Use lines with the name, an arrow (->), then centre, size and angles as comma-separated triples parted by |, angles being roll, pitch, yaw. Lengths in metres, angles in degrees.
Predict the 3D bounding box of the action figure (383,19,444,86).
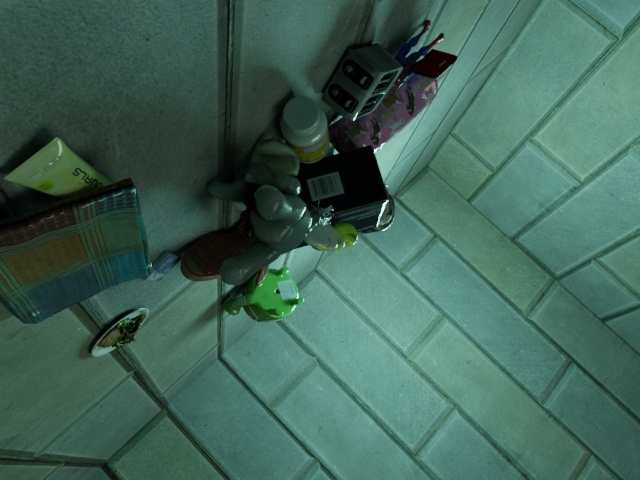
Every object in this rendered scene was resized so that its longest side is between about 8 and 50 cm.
action figure -> 0.256, -0.555, 1.568 | 0.280, 0.091, 0.139 | -45, 177, -11

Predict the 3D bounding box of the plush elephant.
plush elephant -> -0.151, -0.097, 1.321 | 0.330, 0.255, 0.271 | -23, 147, -50

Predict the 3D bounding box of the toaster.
toaster -> 0.114, -0.425, 1.424 | 0.186, 0.110, 0.168 | -35, 167, -50

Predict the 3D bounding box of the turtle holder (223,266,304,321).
turtle holder -> -0.256, 0.276, 2.412 | 0.227, 0.243, 0.320 | -31, -167, 44

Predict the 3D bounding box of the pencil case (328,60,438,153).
pencil case -> 0.198, -0.408, 1.701 | 0.386, 0.167, 0.160 | -44, 178, -12

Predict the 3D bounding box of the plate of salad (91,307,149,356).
plate of salad -> -0.576, 0.275, 1.558 | 0.200, 0.048, 0.200 | -45, 171, -10

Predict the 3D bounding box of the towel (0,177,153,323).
towel -> -0.441, 0.034, 0.949 | 0.272, 0.040, 0.370 | -25, 164, -23

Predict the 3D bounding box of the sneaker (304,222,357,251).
sneaker -> 0.000, 0.000, 1.530 | 0.126, 0.091, 0.240 | -20, 165, 35

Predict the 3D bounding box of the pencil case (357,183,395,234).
pencil case -> 0.093, -0.103, 1.991 | 0.160, 0.183, 0.410 | -9, -179, -45

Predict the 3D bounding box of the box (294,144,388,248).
box -> 0.007, -0.117, 1.646 | 0.344, 0.178, 0.312 | -15, 167, -4

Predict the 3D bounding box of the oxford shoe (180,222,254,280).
oxford shoe -> -0.293, 0.057, 1.621 | 0.146, 0.140, 0.397 | -43, 171, 30

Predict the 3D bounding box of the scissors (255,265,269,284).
scissors -> -0.225, 0.064, 2.197 | 0.109, 0.021, 0.297 | -54, 164, -51

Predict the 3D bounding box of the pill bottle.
pill bottle -> -0.039, -0.279, 1.346 | 0.117, 0.117, 0.208 | -45, 171, -4

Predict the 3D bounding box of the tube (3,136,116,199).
tube -> -0.382, -0.088, 0.840 | 0.240, 0.062, 0.070 | 62, 37, -77

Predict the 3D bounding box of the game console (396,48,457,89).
game console -> 0.311, -0.490, 1.560 | 0.144, 0.124, 0.085 | -46, 149, -33

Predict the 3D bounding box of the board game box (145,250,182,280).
board game box -> -0.424, 0.069, 1.435 | 0.090, 0.020, 0.090 | -46, 170, 1
